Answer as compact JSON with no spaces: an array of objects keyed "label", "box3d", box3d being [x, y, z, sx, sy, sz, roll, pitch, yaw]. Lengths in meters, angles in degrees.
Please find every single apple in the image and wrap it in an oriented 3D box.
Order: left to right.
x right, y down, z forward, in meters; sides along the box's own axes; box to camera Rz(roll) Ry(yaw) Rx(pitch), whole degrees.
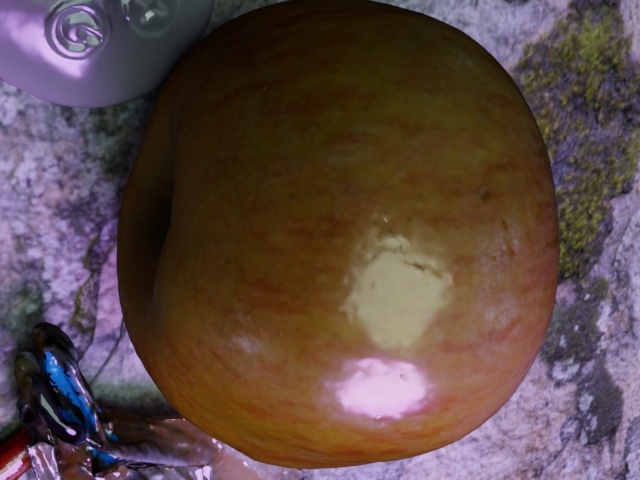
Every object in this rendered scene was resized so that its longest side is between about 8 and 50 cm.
[{"label":"apple","box3d":[0.000,0.000,0.873,0.334,0.400,0.400,-10,114,-19]}]

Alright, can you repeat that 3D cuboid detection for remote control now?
[{"label":"remote control","box3d":[-0.229,-0.237,0.819,0.332,0.103,0.221,24,94,-33]}]

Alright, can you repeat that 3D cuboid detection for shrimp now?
[{"label":"shrimp","box3d":[-0.152,0.242,1.053,0.221,0.110,0.445,-44,130,-11]}]

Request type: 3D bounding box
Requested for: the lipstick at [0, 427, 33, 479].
[{"label":"lipstick","box3d":[-0.376,0.273,0.963,0.274,0.061,0.068,-38,100,-18]}]
